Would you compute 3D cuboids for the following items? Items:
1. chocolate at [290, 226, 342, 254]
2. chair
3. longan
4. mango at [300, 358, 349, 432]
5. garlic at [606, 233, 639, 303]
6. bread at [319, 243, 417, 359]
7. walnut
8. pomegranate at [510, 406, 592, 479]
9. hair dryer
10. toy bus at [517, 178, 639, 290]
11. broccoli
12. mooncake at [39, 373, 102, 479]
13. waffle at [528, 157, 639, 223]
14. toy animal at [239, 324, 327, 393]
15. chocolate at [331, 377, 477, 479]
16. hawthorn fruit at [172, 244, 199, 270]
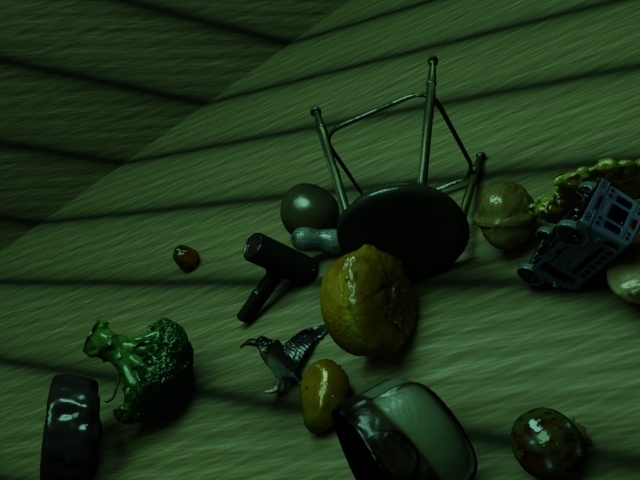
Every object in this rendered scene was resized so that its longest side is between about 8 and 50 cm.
[{"bbox_3d":[0.000,0.000,1.923,0.167,0.072,0.072,6,42,0],"label":"chocolate"},{"bbox_3d":[0.201,-0.143,1.725,0.362,0.364,0.410,-19,42,24],"label":"chair"},{"bbox_3d":[-0.036,-0.083,2.020,0.189,0.189,0.189,-24,35,18],"label":"longan"},{"bbox_3d":[0.009,0.338,1.524,0.115,0.089,0.165,-26,37,18],"label":"mango"},{"bbox_3d":[0.646,0.058,1.286,0.228,0.110,0.217,-34,21,-13],"label":"garlic"},{"bbox_3d":[0.107,0.137,1.545,0.146,0.268,0.268,-17,37,33],"label":"bread"},{"bbox_3d":[0.424,-0.059,1.580,0.149,0.166,0.166,-2,46,32],"label":"walnut"},{"bbox_3d":[0.386,0.337,1.159,0.130,0.130,0.130,-24,35,18],"label":"pomegranate"},{"bbox_3d":[-0.152,0.120,1.895,0.251,0.197,0.089,-58,32,5],"label":"hair dryer"},{"bbox_3d":[0.511,0.008,1.377,0.133,0.292,0.125,32,64,8],"label":"toy bus"},{"bbox_3d":[-0.477,0.330,1.813,0.297,0.297,0.297,-62,7,14],"label":"broccoli"},{"bbox_3d":[-0.638,0.488,1.784,0.283,0.141,0.283,-175,90,-71],"label":"mooncake"},{"bbox_3d":[0.561,-0.100,1.439,0.291,0.291,0.051,-20,69,23],"label":"waffle"},{"bbox_3d":[-0.113,0.286,1.647,0.197,0.272,0.160,-12,76,24],"label":"toy animal"},{"bbox_3d":[0.159,0.375,1.218,0.186,0.283,0.283,-23,31,-13],"label":"chocolate"},{"bbox_3d":[-0.450,0.052,2.285,0.081,0.093,0.081,-22,37,18],"label":"hawthorn fruit"}]
